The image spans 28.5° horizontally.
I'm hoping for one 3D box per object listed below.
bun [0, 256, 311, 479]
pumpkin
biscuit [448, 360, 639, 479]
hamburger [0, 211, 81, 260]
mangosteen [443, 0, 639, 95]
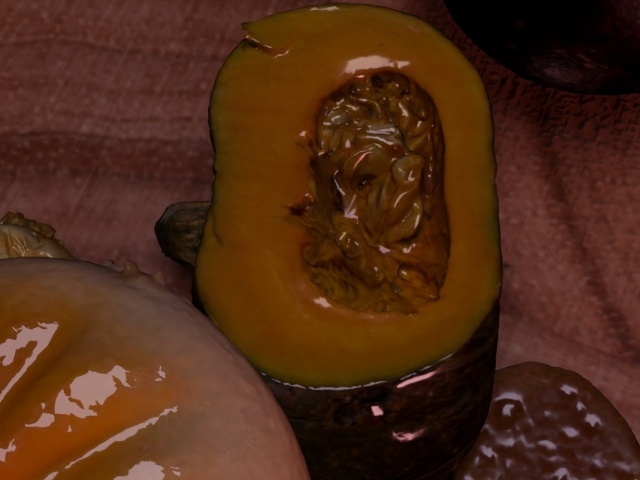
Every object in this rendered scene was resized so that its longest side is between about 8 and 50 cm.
[{"bbox_3d":[-0.150,0.155,0.644,0.298,0.165,0.299,3,100,18],"label":"bun"},{"bbox_3d":[0.000,0.000,0.791,0.221,0.139,0.317,1,61,3],"label":"pumpkin"},{"bbox_3d":[0.088,0.219,0.755,0.277,0.052,0.262,-16,62,-8],"label":"biscuit"},{"bbox_3d":[-0.200,0.063,0.803,0.138,0.083,0.147,40,72,12],"label":"hamburger"},{"bbox_3d":[0.218,-0.234,0.853,0.313,0.297,0.297,16,56,-44],"label":"mangosteen"}]
